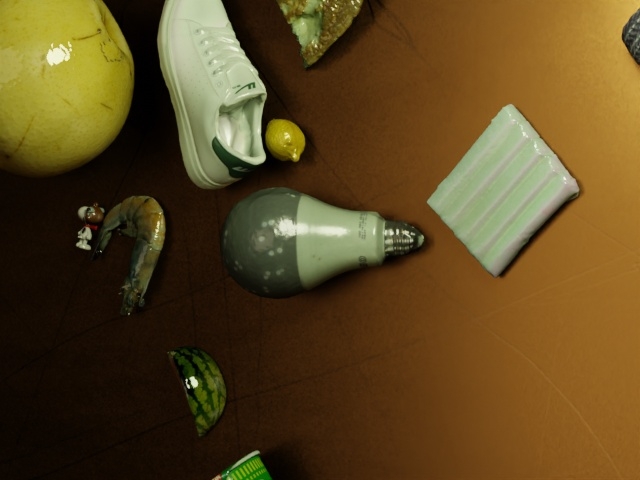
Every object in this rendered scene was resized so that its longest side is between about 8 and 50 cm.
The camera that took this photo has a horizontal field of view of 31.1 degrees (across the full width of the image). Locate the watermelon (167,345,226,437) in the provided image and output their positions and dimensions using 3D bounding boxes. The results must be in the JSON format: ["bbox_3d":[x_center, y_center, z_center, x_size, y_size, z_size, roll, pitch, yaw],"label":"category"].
[{"bbox_3d":[-0.220,0.249,1.979,0.087,0.069,0.163,-32,72,22],"label":"watermelon"}]

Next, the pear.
[{"bbox_3d":[-0.485,-0.282,1.987,0.348,0.348,0.349,-1,88,27],"label":"pear"}]

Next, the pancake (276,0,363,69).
[{"bbox_3d":[-0.007,-0.460,1.859,0.197,0.054,0.377,16,109,11],"label":"pancake"}]

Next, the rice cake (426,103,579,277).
[{"bbox_3d":[0.276,-0.073,1.753,0.198,0.037,0.189,-44,70,19],"label":"rice cake"}]

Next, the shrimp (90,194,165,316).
[{"bbox_3d":[-0.349,0.023,2.069,0.150,0.051,0.217,11,86,30],"label":"shrimp"}]

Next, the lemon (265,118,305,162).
[{"bbox_3d":[-0.059,-0.165,1.913,0.065,0.065,0.092,-44,61,19],"label":"lemon"}]

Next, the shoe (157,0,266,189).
[{"bbox_3d":[-0.167,-0.273,1.917,0.160,0.131,0.363,-11,86,49],"label":"shoe"}]

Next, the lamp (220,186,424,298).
[{"bbox_3d":[-0.012,0.001,1.816,0.313,0.182,0.182,-3,87,27],"label":"lamp"}]

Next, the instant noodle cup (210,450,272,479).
[{"bbox_3d":[-0.113,0.492,1.852,0.207,0.207,0.233,-42,77,20],"label":"instant noodle cup"}]

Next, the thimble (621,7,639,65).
[{"bbox_3d":[0.483,-0.298,1.627,0.066,0.095,0.104,67,150,23],"label":"thimble"}]

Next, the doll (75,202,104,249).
[{"bbox_3d":[-0.426,-0.026,2.112,0.058,0.040,0.085,-3,82,40],"label":"doll"}]
